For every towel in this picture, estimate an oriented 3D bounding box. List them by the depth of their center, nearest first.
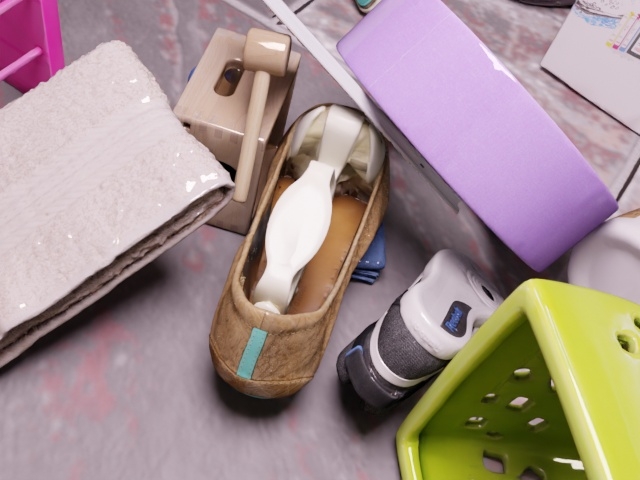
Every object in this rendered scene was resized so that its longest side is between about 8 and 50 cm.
[{"bbox_3d":[-0.226,-0.024,0.605,0.282,0.049,0.187,-36,66,-4],"label":"towel"},{"bbox_3d":[0.000,0.000,0.730,0.119,0.029,0.067,9,52,-6],"label":"towel"}]

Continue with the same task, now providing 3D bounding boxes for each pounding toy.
[{"bbox_3d":[-0.085,-0.105,0.677,0.094,0.206,0.181,17,50,0],"label":"pounding toy"}]

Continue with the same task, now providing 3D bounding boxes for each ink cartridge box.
[{"bbox_3d":[0.413,-0.277,0.927,0.168,0.232,0.171,41,54,16],"label":"ink cartridge box"}]

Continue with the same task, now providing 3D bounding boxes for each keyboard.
[{"bbox_3d":[0.028,-0.121,0.648,0.256,0.014,0.072,45,7,-18],"label":"keyboard"}]

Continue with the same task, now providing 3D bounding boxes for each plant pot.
[{"bbox_3d":[0.199,0.182,0.517,0.207,0.228,0.227,5,51,-20],"label":"plant pot"}]

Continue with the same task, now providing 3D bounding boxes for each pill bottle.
[{"bbox_3d":[0.360,0.016,0.744,0.229,0.131,0.131,-18,59,-26],"label":"pill bottle"}]

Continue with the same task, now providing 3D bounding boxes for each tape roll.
[{"bbox_3d":[0.138,-0.103,0.703,0.275,0.090,0.275,45,15,-15],"label":"tape roll"}]

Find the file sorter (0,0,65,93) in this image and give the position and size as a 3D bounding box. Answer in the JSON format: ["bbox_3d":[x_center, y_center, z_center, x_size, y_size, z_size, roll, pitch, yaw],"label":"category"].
[{"bbox_3d":[-0.357,-0.217,0.645,0.202,0.290,0.182,33,55,12],"label":"file sorter"}]

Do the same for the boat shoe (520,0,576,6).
[{"bbox_3d":[0.374,-0.375,1.083,0.285,0.092,0.103,-9,91,-16],"label":"boat shoe"}]

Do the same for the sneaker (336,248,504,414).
[{"bbox_3d":[0.077,0.078,0.659,0.079,0.121,0.217,51,22,11],"label":"sneaker"}]

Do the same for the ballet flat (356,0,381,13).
[{"bbox_3d":[0.055,-0.345,1.016,0.052,0.057,0.168,14,47,-40],"label":"ballet flat"}]

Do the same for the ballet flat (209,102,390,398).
[{"bbox_3d":[-0.004,-0.034,0.655,0.116,0.124,0.342,20,51,4],"label":"ballet flat"}]
